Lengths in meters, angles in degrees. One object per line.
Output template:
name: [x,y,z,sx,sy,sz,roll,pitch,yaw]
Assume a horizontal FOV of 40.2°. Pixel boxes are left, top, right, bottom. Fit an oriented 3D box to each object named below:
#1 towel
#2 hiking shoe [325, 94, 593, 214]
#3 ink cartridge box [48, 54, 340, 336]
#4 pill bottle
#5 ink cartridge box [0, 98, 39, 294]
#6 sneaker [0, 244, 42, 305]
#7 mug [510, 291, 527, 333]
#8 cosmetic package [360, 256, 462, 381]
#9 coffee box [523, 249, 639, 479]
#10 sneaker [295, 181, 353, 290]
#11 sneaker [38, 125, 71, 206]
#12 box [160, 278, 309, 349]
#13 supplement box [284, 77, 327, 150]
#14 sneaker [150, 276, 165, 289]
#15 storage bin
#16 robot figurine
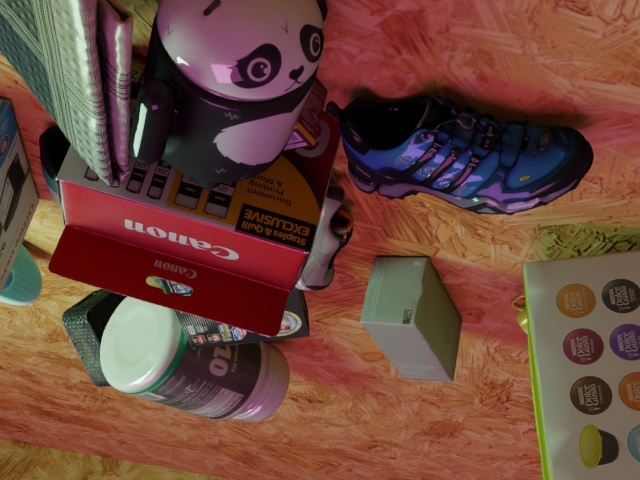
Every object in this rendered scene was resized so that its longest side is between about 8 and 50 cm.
towel: [-0.293,-0.247,0.894,0.312,0.056,0.324,50,157,15]
hiking shoe: [0.159,-0.106,1.025,0.304,0.113,0.132,1,151,23]
ink cartridge box: [-0.154,-0.057,1.092,0.309,0.272,0.130,16,153,-5]
pill bottle: [-0.237,0.240,1.735,0.204,0.204,0.361,-8,155,36]
ink cartridge box: [-0.545,-0.055,1.328,0.129,0.223,0.307,14,153,-2]
sneaker: [-0.703,0.036,1.685,0.319,0.127,0.208,38,143,-21]
mug: [0.353,0.116,1.405,0.078,0.062,0.064,2,151,-27]
cosmetic package: [0.158,0.135,1.464,0.107,0.127,0.238,-1,147,28]
coffee box: [0.469,0.235,1.218,0.334,0.337,0.338,-6,149,12]
sneaker: [0.000,0.000,1.319,0.108,0.100,0.271,3,151,9]
sneaker: [-0.292,-0.072,1.252,0.302,0.108,0.121,23,147,23]
box: [-0.142,0.080,1.469,0.216,0.060,0.270,-6,141,3]
supplement box: [-0.031,-0.155,1.056,0.055,0.083,0.043,-6,147,34]
sneaker: [-0.279,0.044,1.551,0.086,0.064,0.192,9,141,34]
storage bin: [-0.428,0.197,1.785,0.084,0.122,0.180,-10,110,37]
robot figurine: [-0.095,-0.168,0.912,0.173,0.209,0.278,12,149,-11]
